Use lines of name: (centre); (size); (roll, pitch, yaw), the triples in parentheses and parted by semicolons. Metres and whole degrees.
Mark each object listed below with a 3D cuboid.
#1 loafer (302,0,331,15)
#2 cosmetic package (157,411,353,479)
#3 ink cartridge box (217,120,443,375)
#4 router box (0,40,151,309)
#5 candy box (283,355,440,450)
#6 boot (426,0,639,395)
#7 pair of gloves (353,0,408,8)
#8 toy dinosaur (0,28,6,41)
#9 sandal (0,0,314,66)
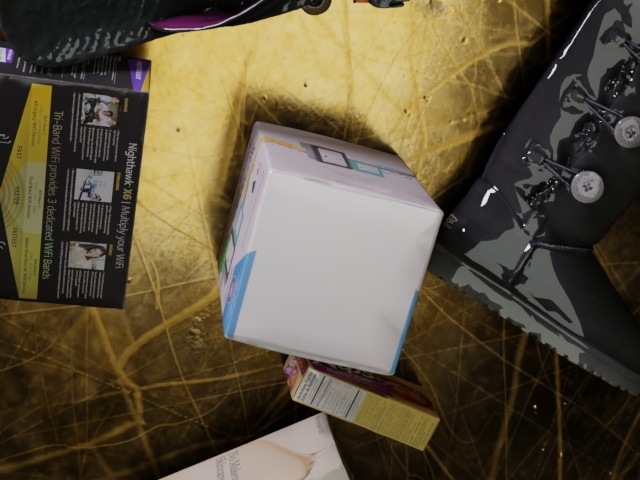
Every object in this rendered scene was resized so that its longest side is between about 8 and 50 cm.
loafer: (-0.018, -0.334, 1.501); (0.056, 0.050, 0.148); (-23, 108, -1)
cosmetic package: (-0.106, 0.349, 1.635); (0.309, 0.160, 0.113); (-23, 108, -2)
ink cartridge box: (0.000, 0.000, 1.487); (0.197, 0.270, 0.198); (13, 104, -10)
router box: (-0.330, -0.072, 1.474); (0.243, 0.081, 0.308); (7, 124, -10)
candy box: (0.050, 0.195, 1.636); (0.187, 0.109, 0.053); (24, 101, -13)
boot: (0.387, -0.068, 1.599); (0.367, 0.146, 0.445); (31, 96, -17)
pair of gloves: (0.077, -0.320, 1.540); (0.074, 0.010, 0.083); (-2, 107, -8)
toy dinosaur: (-0.318, -0.283, 1.451); (0.322, 0.164, 0.218); (-17, 124, -21)
sandal: (-0.120, -0.284, 1.369); (0.446, 0.107, 0.167); (-23, 123, -11)
